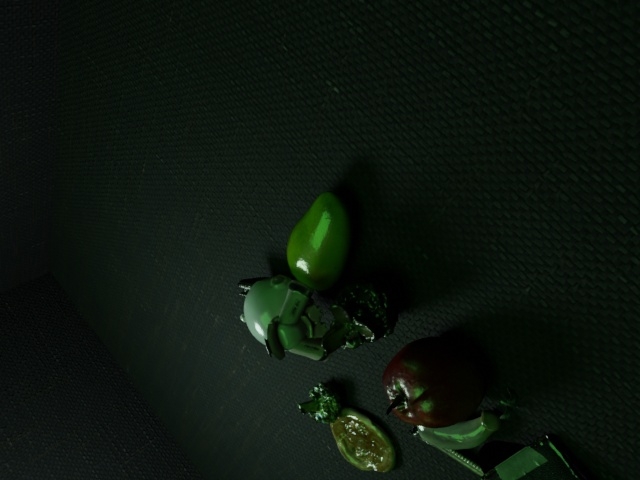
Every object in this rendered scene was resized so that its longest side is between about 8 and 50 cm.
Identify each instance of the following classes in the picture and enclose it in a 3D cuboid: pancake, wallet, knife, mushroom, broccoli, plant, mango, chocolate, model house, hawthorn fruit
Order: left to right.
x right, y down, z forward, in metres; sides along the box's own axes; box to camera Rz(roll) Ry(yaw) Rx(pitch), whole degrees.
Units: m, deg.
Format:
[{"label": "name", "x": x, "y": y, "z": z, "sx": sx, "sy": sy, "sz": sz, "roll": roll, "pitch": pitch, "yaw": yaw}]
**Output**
[{"label": "model house", "x": -0.173, "y": 0.213, "z": 1.959, "sx": 0.203, "sy": 0.141, "sz": 0.164, "roll": 6, "pitch": 106, "yaw": 40}, {"label": "broccoli", "x": -0.006, "y": 0.580, "z": 1.982, "sx": 0.167, "sy": 0.160, "sz": 0.154, "roll": -28, "pitch": 75, "yaw": 62}, {"label": "mango", "x": 0.000, "y": 0.000, "z": 1.650, "sx": 0.192, "sy": 0.156, "sz": 0.343, "roll": 30, "pitch": 128, "yaw": 17}, {"label": "pancake", "x": 0.147, "y": 0.708, "z": 1.991, "sx": 0.282, "sy": 0.049, "sz": 0.282, "roll": 21, "pitch": 125, "yaw": 33}, {"label": "plant", "x": 0.120, "y": 0.198, "z": 1.575, "sx": 0.204, "sy": 0.234, "sz": 0.178, "roll": -25, "pitch": 91, "yaw": 32}, {"label": "hawthorn fruit", "x": 0.280, "y": 0.395, "z": 1.483, "sx": 0.254, "sy": 0.300, "sz": 0.254, "roll": 25, "pitch": 128, "yaw": 37}, {"label": "mushroom", "x": 0.395, "y": 0.540, "z": 1.608, "sx": 0.270, "sy": 0.103, "sz": 0.118, "roll": -13, "pitch": 87, "yaw": 42}, {"label": "knife", "x": 0.428, "y": 0.654, "z": 1.684, "sx": 0.365, "sy": 0.043, "sz": 0.089, "roll": 24, "pitch": 161, "yaw": 31}, {"label": "chocolate", "x": 0.510, "y": 0.628, "z": 1.536, "sx": 0.149, "sy": 0.125, "sz": 0.080, "roll": -11, "pitch": 120, "yaw": 44}, {"label": "wallet", "x": 0.573, "y": 0.660, "z": 1.424, "sx": 0.221, "sy": 0.071, "sz": 0.262, "roll": -38, "pitch": 72, "yaw": 9}]

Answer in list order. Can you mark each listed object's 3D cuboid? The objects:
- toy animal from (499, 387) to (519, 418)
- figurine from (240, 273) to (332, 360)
[{"label": "toy animal", "x": 0.503, "y": 0.435, "z": 1.485, "sx": 0.028, "sy": 0.050, "sz": 0.084, "roll": 14, "pitch": 90, "yaw": 67}, {"label": "figurine", "x": -0.113, "y": 0.221, "z": 1.695, "sx": 0.361, "sy": 0.211, "sz": 0.253, "roll": -159, "pitch": 62, "yaw": -70}]
